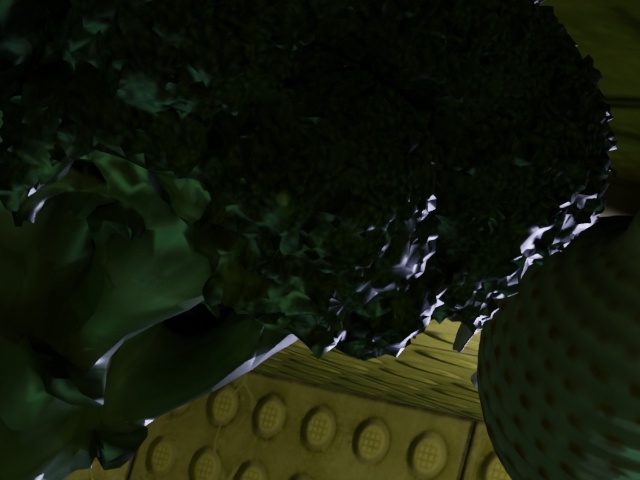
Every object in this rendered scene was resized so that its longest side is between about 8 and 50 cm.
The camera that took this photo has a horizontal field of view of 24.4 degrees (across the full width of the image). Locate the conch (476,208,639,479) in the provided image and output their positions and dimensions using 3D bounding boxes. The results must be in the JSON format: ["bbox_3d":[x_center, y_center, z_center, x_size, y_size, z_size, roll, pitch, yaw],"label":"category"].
[{"bbox_3d":[0.245,0.088,0.859,0.303,0.215,0.319,5,171,2],"label":"conch"}]

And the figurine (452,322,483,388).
[{"bbox_3d":[0.176,0.092,1.404,0.082,0.094,0.086,51,140,7],"label":"figurine"}]

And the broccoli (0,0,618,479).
[{"bbox_3d":[-0.058,-0.040,0.436,0.270,0.270,0.270,30,-169,-6],"label":"broccoli"}]
